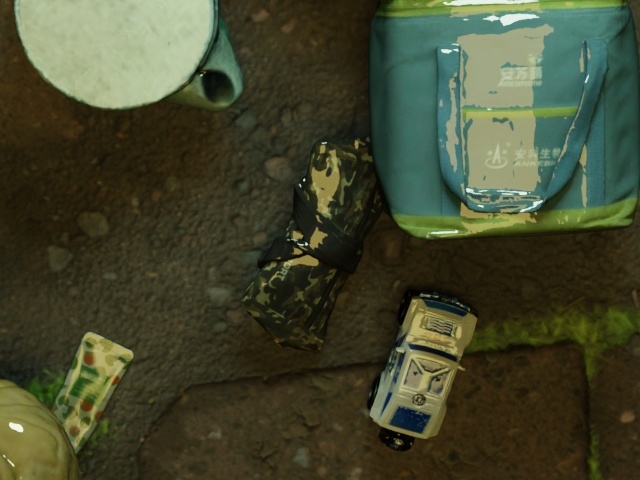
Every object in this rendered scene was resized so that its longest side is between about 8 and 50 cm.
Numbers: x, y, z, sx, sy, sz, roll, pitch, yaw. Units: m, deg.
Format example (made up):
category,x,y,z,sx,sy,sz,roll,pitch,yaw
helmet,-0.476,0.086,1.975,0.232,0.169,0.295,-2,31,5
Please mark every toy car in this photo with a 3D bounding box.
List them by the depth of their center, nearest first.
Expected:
category,x,y,z,sx,sy,sz,roll,pitch,yaw
toy car,0.105,0.139,1.836,0.080,0.070,0.171,17,103,-8

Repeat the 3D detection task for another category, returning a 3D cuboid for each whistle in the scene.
category,x,y,z,sx,sy,sz,roll,pitch,yaw
whistle,-0.209,-0.297,1.651,0.188,0.168,0.405,-16,105,2

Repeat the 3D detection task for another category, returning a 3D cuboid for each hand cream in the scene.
category,x,y,z,sx,sy,sz,roll,pitch,yaw
hand cream,-0.257,0.179,1.849,0.057,0.037,0.165,26,96,-10

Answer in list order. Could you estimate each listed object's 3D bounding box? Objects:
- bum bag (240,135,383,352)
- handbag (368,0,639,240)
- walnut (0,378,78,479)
category,x,y,z,sx,sy,sz,roll,pitch,yaw
bum bag,-0.001,0.000,1.793,0.102,0.069,0.248,12,106,-43
handbag,0.178,-0.132,1.693,0.263,0.222,0.241,-5,100,0
walnut,-0.399,0.259,1.738,0.296,0.285,0.285,1,108,-37
